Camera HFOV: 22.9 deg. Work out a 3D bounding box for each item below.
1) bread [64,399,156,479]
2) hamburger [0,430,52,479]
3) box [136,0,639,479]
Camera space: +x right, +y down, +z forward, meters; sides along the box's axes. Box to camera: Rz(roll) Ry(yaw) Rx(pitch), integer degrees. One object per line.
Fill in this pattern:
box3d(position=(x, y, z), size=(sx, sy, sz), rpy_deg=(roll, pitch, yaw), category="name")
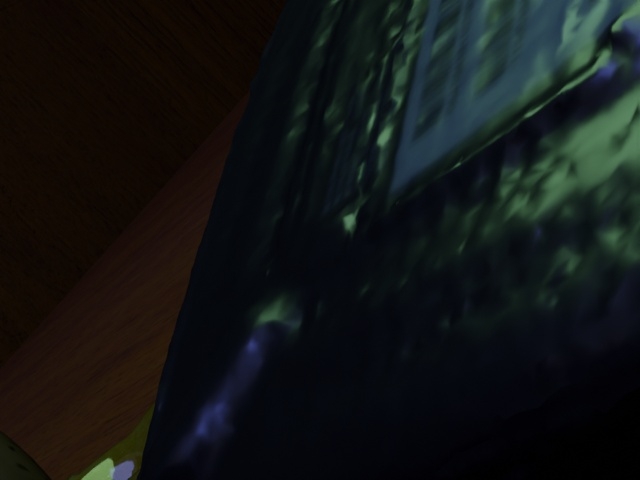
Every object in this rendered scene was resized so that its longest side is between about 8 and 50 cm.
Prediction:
box3d(position=(-0.066, 0.125, 0.614), size=(0.161, 0.088, 0.233), rpy_deg=(-36, 9, 24), category="bread")
box3d(position=(-0.181, 0.159, 0.747), size=(0.137, 0.175, 0.175), rpy_deg=(-34, 4, -22), category="hamburger")
box3d(position=(0.087, -0.070, 0.464), size=(0.350, 0.091, 0.359), rpy_deg=(-38, 28, 43), category="box")
